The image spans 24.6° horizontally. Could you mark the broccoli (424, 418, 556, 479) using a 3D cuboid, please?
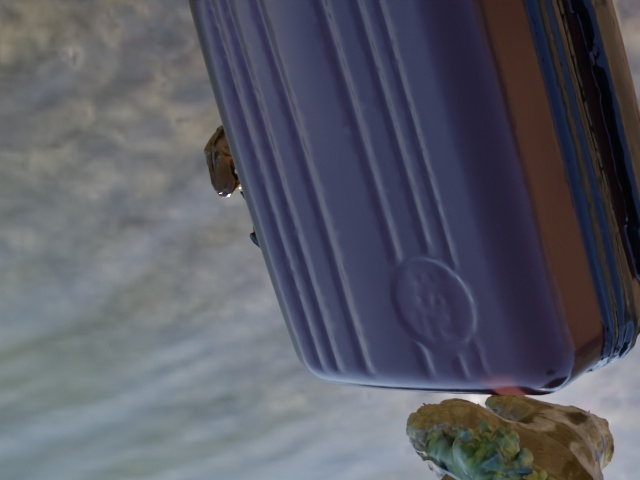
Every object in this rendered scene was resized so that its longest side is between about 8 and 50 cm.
[{"bbox_3d":[0.079,0.251,1.007,0.247,0.243,0.263,-36,132,-31],"label":"broccoli"}]

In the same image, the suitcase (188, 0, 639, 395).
[{"bbox_3d":[0.067,-0.062,0.867,0.236,0.297,0.161,-1,-159,45],"label":"suitcase"}]

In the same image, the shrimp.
[{"bbox_3d":[-0.057,-0.012,1.604,0.117,0.262,0.066,-6,158,-20],"label":"shrimp"}]

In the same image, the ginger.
[{"bbox_3d":[0.190,0.248,1.479,0.236,0.166,0.375,14,-170,2],"label":"ginger"}]
